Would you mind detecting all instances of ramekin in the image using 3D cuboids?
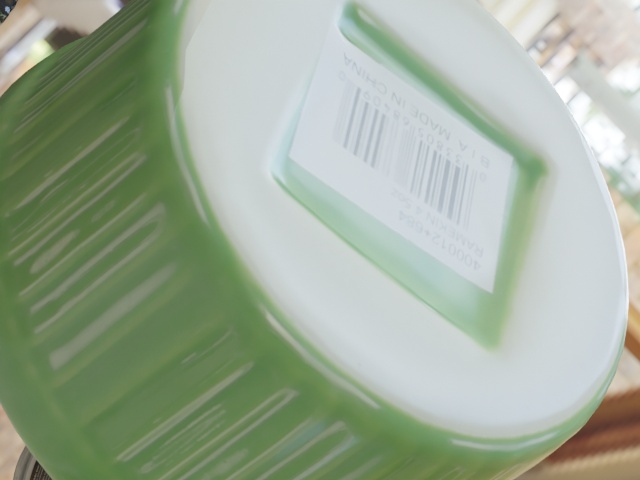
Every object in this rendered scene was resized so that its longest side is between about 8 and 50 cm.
[{"bbox_3d":[0.000,0.000,0.814,0.148,0.303,0.303,-37,-171,41],"label":"ramekin"}]

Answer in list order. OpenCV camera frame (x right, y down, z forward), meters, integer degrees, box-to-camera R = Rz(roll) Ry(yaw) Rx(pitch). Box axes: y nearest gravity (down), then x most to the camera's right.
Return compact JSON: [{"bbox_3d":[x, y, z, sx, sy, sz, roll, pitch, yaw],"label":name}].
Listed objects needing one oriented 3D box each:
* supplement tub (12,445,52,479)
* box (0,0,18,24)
[{"bbox_3d":[-0.154,0.239,1.567,0.191,0.191,0.272,-46,-160,-20],"label":"supplement tub"},{"bbox_3d":[-0.188,-0.283,0.736,0.073,0.295,0.293,-9,-132,53],"label":"box"}]
